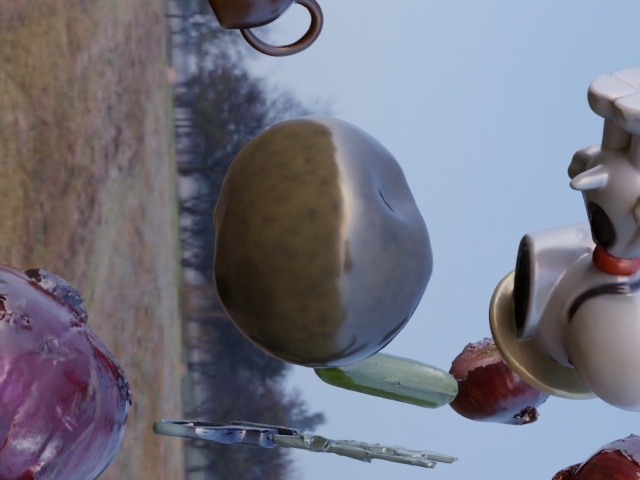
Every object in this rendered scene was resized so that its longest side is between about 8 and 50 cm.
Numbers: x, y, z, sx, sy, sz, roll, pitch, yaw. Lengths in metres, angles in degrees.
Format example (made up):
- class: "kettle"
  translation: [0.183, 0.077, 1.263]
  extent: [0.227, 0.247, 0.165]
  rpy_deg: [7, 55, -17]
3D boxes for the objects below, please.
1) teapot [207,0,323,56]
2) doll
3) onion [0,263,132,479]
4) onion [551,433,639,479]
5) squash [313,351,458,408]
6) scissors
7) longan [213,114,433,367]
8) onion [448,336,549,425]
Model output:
- class: "teapot"
  translation: [-0.044, -0.217, 0.784]
  extent: [0.116, 0.116, 0.173]
  rpy_deg: [-104, 170, -57]
- class: "doll"
  translation: [0.225, 0.000, 0.818]
  extent: [0.208, 0.144, 0.271]
  rpy_deg: [-151, -127, -65]
- class: "onion"
  translation: [-0.259, 0.106, 0.811]
  extent: [0.190, 0.246, 0.246]
  rpy_deg: [-59, -174, -7]
- class: "onion"
  translation: [0.484, 0.440, 1.656]
  extent: [0.276, 0.276, 0.276]
  rpy_deg: [180, -90, -81]
- class: "squash"
  translation: [0.098, 0.201, 1.554]
  extent: [0.069, 0.239, 0.069]
  rpy_deg: [-166, -90, -73]
- class: "scissors"
  translation: [-0.009, 0.265, 1.369]
  extent: [0.256, 0.383, 0.029]
  rpy_deg: [18, 77, -58]
- class: "longan"
  translation: [0.000, 0.000, 1.391]
  extent: [0.288, 0.288, 0.350]
  rpy_deg: [108, -24, -63]
- class: "onion"
  translation: [0.345, 0.255, 1.970]
  extent: [0.248, 0.248, 0.161]
  rpy_deg: [-122, -159, -73]
